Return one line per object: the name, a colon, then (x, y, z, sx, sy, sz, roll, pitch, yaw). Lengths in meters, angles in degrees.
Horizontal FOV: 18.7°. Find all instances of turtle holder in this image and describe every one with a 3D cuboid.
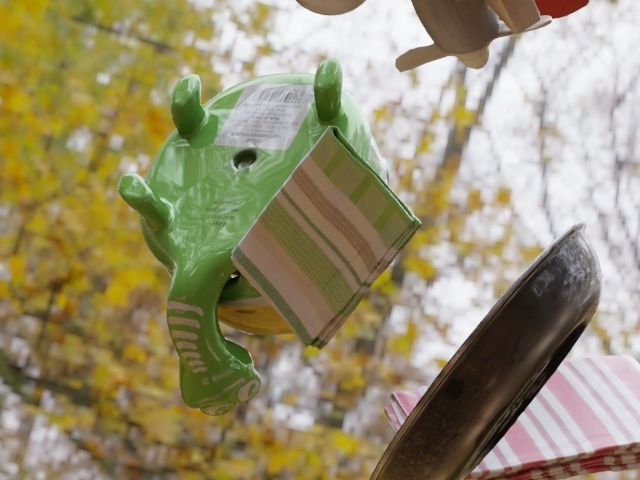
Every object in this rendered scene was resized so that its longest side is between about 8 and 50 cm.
turtle holder: (-0.042, -0.004, 1.891, 0.243, 0.320, 0.227, -19, -46, 9)

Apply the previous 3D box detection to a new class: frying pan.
frying pan: (0.087, 0.105, 1.161, 0.053, 0.197, 0.326, 38, -29, 12)

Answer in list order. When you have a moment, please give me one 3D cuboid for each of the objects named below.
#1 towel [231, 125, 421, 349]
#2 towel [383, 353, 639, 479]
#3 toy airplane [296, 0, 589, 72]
towel: (0.000, 0.000, 1.531, 0.113, 0.023, 0.152, 47, -57, 16)
towel: (0.154, 0.130, 1.364, 0.197, 0.144, 0.029, -9, -67, -10)
toy airplane: (0.057, -0.307, 1.617, 0.384, 0.386, 0.272, 45, -75, 2)
